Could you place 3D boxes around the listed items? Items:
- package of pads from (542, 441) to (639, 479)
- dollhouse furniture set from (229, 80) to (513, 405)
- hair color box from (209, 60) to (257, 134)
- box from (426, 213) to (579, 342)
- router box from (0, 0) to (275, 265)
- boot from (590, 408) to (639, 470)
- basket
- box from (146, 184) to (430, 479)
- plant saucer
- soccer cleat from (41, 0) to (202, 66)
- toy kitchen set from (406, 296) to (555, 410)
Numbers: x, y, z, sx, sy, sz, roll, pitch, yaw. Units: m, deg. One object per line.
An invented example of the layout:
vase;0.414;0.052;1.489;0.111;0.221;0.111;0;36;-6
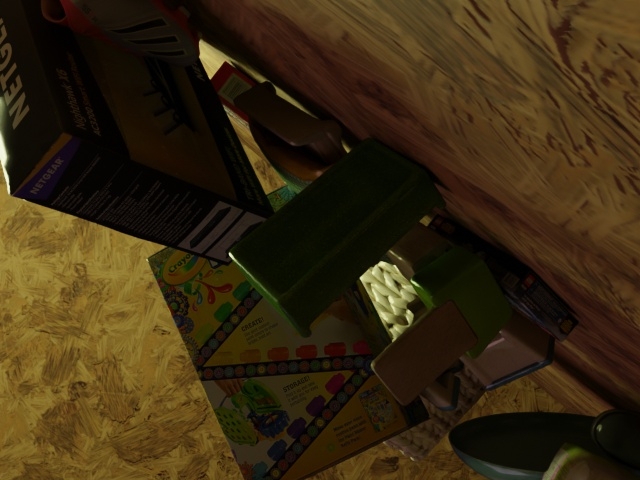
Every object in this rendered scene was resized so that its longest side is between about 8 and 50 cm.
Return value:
package of pads;0.377;0.336;1.083;0.229;0.101;0.296;25;178;11
dollhouse furniture set;0.000;0.000;0.839;0.197;0.151;0.301;53;172;-38
hair color box;-0.078;-0.151;1.061;0.072;0.043;0.141;38;180;14
box;0.163;0.032;0.839;0.094;0.027;0.137;41;179;-38
router box;-0.200;-0.136;0.886;0.243;0.081;0.308;20;-147;-46
boot;0.418;0.268;1.055;0.190;0.076;0.208;25;-175;7
basket;0.082;0.118;1.401;0.328;0.266;0.331;40;179;38
box;-0.021;0.120;1.058;0.279;0.177;0.290;64;-174;14
plant saucer;0.356;0.323;1.402;0.318;0.043;0.317;-2;-175;0
soccer cleat;-0.196;-0.213;0.830;0.083;0.095;0.248;39;179;27
toy kitchen set;0.189;0.084;0.992;0.122;0.166;0.207;39;-139;-19
